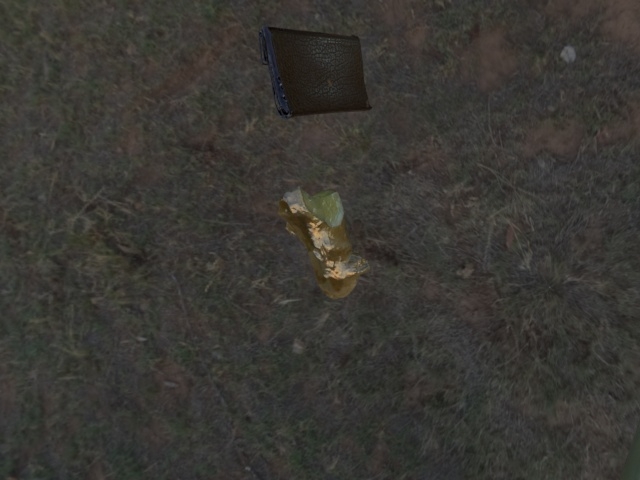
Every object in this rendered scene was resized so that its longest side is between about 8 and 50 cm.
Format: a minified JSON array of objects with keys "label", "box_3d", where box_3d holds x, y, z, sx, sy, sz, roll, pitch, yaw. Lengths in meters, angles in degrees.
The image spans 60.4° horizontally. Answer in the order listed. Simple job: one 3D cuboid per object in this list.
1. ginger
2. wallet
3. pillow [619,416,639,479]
[{"label":"ginger","box_3d":[0.005,0.000,0.472,0.057,0.137,0.044,-19,36,7]},{"label":"wallet","box_3d":[-0.001,-0.264,0.871,0.039,0.243,0.133,-7,100,36]},{"label":"pillow","box_3d":[0.181,0.154,0.276,0.053,0.119,0.208,-6,42,54]}]
